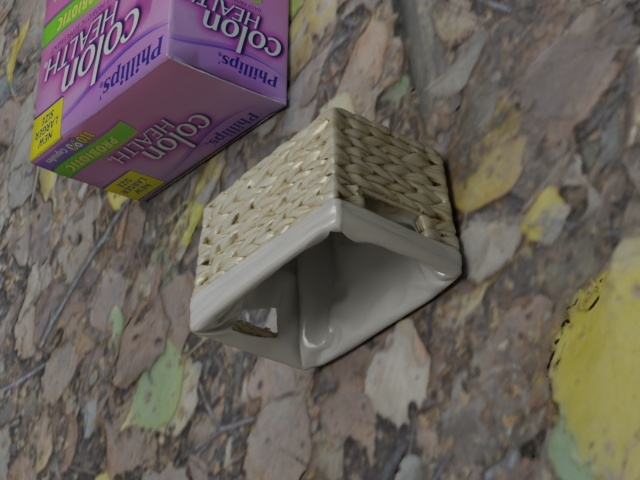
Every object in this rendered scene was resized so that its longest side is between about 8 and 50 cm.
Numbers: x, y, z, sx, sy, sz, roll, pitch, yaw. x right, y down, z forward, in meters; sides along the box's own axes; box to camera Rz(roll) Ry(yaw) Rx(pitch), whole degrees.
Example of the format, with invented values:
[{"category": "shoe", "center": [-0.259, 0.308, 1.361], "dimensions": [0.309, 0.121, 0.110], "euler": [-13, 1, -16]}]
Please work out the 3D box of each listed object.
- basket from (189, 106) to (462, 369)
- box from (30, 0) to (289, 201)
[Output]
[{"category": "basket", "center": [0.000, 0.000, 1.147], "dimensions": [0.167, 0.113, 0.103], "euler": [-36, 44, 40]}, {"category": "box", "center": [-0.133, -0.191, 1.429], "dimensions": [0.213, 0.117, 0.243], "euler": [-29, 52, 45]}]
